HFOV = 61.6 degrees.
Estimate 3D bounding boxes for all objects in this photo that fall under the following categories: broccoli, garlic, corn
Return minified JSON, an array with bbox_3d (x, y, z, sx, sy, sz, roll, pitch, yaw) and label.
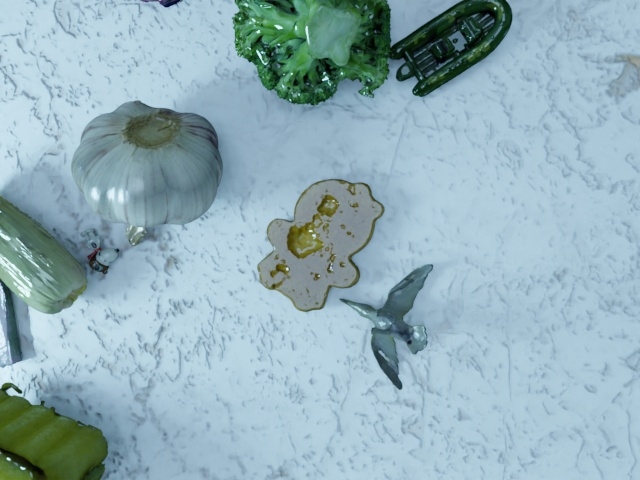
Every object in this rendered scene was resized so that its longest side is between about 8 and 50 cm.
[{"bbox_3d":[-0.005,-0.345,0.837,0.262,0.241,0.269,7,122,-11],"label":"broccoli"},{"bbox_3d":[-0.296,-0.089,0.914,0.245,0.245,0.253,29,131,7],"label":"garlic"},{"bbox_3d":[-0.558,0.009,0.965,0.305,0.123,0.122,37,69,6],"label":"corn"}]

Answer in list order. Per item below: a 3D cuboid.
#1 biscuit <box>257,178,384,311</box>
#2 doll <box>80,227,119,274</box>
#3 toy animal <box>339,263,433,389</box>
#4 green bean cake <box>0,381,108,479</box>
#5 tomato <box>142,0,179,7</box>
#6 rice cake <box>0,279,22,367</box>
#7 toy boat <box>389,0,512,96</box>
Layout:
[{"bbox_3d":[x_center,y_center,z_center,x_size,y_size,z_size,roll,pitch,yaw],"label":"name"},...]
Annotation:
[{"bbox_3d":[0.001,0.000,0.929,0.184,0.035,0.248,31,95,6],"label":"biscuit"},{"bbox_3d":[-0.414,0.019,0.989,0.085,0.040,0.058,39,83,2],"label":"doll"},{"bbox_3d":[0.104,0.125,0.888,0.155,0.095,0.219,22,93,3],"label":"toy animal"},{"bbox_3d":[-0.537,0.418,0.947,0.310,0.202,0.284,25,106,8],"label":"green bean cake"},{"bbox_3d":[-0.266,-0.589,0.889,0.335,0.176,0.289,-28,85,8],"label":"tomato"},{"bbox_3d":[-0.608,0.138,1.020,0.047,0.036,0.206,-9,90,1],"label":"rice cake"},{"bbox_3d":[0.215,-0.326,0.884,0.210,0.052,0.104,-31,84,8],"label":"toy boat"}]
